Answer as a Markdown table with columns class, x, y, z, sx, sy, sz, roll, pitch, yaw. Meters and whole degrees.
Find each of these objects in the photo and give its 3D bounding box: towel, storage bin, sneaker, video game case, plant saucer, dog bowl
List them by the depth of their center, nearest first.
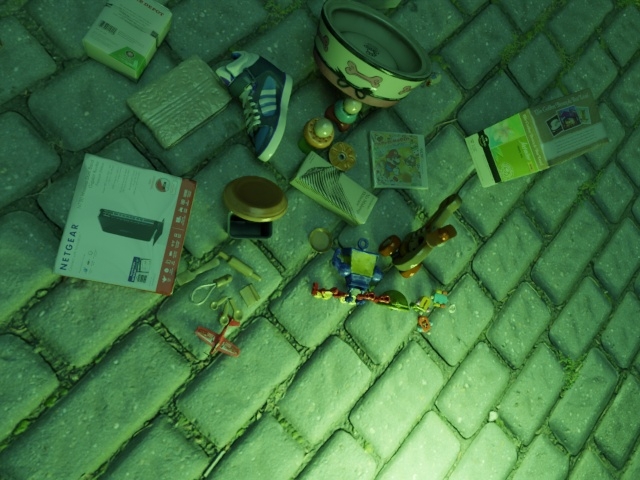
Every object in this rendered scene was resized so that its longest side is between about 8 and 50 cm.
| class | x | y | z | sx | sy | sz | roll | pitch | yaw |
| --- | --- | --- | --- | --- | --- | --- | --- | --- | --- |
| plant saucer | -0.194 | -0.135 | 1.340 | 0.199 | 0.037 | 0.200 | 12 | 41 | -11 |
| towel | -0.422 | -0.426 | 1.348 | 0.282 | 0.049 | 0.187 | -42 | 97 | -20 |
| storage bin | -0.222 | -0.047 | 1.349 | 0.135 | 0.091 | 0.099 | 1 | 83 | -21 |
| sneaker | -0.226 | -0.425 | 1.362 | 0.236 | 0.130 | 0.323 | 20 | 71 | -27 |
| dog bowl | 0.157 | -0.607 | 1.456 | 0.407 | 0.150 | 0.408 | 17 | 47 | -20 |
| plant saucer | 0.000 | 0.000 | 1.467 | 0.083 | 0.015 | 0.084 | 3 | 81 | -20 |
| video game case | 0.284 | -0.289 | 1.606 | 0.226 | 0.026 | 0.207 | -1 | 83 | -20 |

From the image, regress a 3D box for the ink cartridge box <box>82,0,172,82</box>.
| class | x | y | z | sx | sy | sz | roll | pitch | yaw |
| --- | --- | --- | --- | --- | --- | --- | --- | --- | --- |
| ink cartridge box | -0.557 | -0.606 | 1.294 | 0.160 | 0.092 | 0.220 | 28 | 74 | -15 |

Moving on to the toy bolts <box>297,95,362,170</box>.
| class | x | y | z | sx | sy | sz | roll | pitch | yaw |
| --- | --- | --- | --- | --- | --- | --- | --- | --- | --- |
| toy bolts | 0.071 | -0.366 | 1.464 | 0.218 | 0.158 | 0.229 | 35 | 73 | -13 |

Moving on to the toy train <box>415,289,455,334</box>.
| class | x | y | z | sx | sy | sz | roll | pitch | yaw |
| --- | --- | --- | --- | --- | --- | --- | --- | --- | --- |
| toy train | 0.392 | 0.247 | 1.569 | 0.166 | 0.046 | 0.125 | -29 | 95 | -18 |

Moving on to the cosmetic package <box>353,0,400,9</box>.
| class | x | y | z | sx | sy | sz | roll | pitch | yaw |
| --- | --- | --- | --- | --- | --- | --- | --- | --- | --- |
| cosmetic package | 0.163 | -1.047 | 1.592 | 0.217 | 0.156 | 0.386 | -16 | 90 | -21 |

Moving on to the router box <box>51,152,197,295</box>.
| class | x | y | z | sx | sy | sz | roll | pitch | yaw |
| --- | --- | --- | --- | --- | --- | --- | --- | --- | --- |
| router box | -0.532 | -0.037 | 1.236 | 0.300 | 0.082 | 0.336 | 13 | 79 | -19 |

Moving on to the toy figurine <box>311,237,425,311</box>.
| class | x | y | z | sx | sy | sz | roll | pitch | yaw |
| --- | --- | --- | --- | --- | --- | --- | --- | --- | --- |
| toy figurine | 0.162 | 0.098 | 1.431 | 0.362 | 0.191 | 0.218 | 13 | 74 | -20 |

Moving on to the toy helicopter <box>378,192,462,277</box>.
| class | x | y | z | sx | sy | sz | roll | pitch | yaw |
| --- | --- | --- | --- | --- | --- | --- | --- | --- | --- |
| toy helicopter | 0.375 | -0.037 | 1.495 | 0.140 | 0.235 | 0.355 | 45 | 70 | -9 |

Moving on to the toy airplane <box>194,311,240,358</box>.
| class | x | y | z | sx | sy | sz | roll | pitch | yaw |
| --- | --- | --- | --- | --- | --- | --- | --- | --- | --- |
| toy airplane | -0.294 | 0.278 | 1.314 | 0.151 | 0.028 | 0.151 | 3 | 83 | -22 |

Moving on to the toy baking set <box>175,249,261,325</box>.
| class | x | y | z | sx | sy | sz | roll | pitch | yaw |
| --- | --- | --- | --- | --- | --- | --- | --- | --- | --- |
| toy baking set | -0.283 | 0.131 | 1.296 | 0.256 | 0.030 | 0.197 | 42 | 55 | -25 |

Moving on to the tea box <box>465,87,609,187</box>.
| class | x | y | z | sx | sy | sz | roll | pitch | yaw |
| --- | --- | --- | --- | --- | --- | --- | --- | --- | --- |
| tea box | 0.795 | -0.373 | 1.649 | 0.328 | 0.323 | 0.220 | -21 | 91 | -21 |

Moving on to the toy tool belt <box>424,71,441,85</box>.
| class | x | y | z | sx | sy | sz | roll | pitch | yaw |
| --- | --- | --- | --- | --- | --- | --- | --- | --- | --- |
| toy tool belt | 0.418 | -0.621 | 1.693 | 0.083 | 0.052 | 0.051 | -27 | 62 | -25 |

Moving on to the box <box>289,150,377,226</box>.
| class | x | y | z | sx | sy | sz | roll | pitch | yaw |
| --- | --- | --- | --- | --- | --- | --- | --- | --- | --- |
| box | 0.043 | -0.166 | 1.462 | 0.275 | 0.094 | 0.113 | 32 | 73 | -13 |
